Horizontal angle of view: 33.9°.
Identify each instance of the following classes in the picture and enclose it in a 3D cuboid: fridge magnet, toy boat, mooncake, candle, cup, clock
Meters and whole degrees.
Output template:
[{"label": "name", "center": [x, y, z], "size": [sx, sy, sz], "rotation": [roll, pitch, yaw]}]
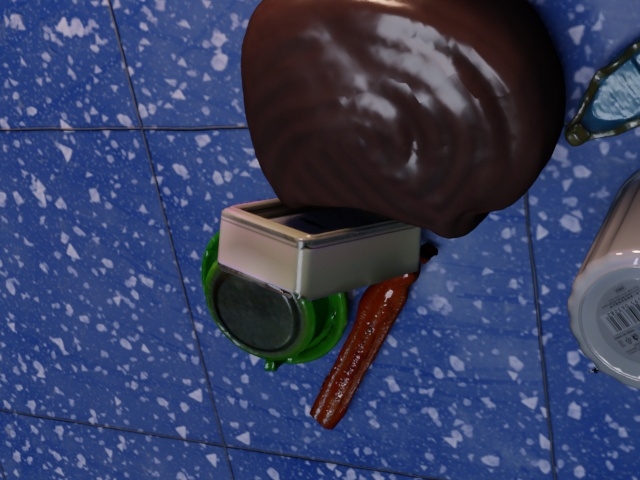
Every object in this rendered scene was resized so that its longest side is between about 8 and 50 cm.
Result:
[{"label": "fridge magnet", "center": [-0.063, 0.068, 1.321], "size": [0.208, 0.088, 0.208], "rotation": [14, 122, 23]}, {"label": "toy boat", "center": [0.312, -0.151, 0.996], "size": [0.185, 0.077, 0.075], "rotation": [-31, 100, 38]}, {"label": "mooncake", "center": [0.067, -0.139, 1.083], "size": [0.326, 0.174, 0.334], "rotation": [40, 127, 1]}, {"label": "candle", "center": [0.055, 0.122, 1.314], "size": [0.051, 0.048, 0.329], "rotation": [51, 134, 30]}, {"label": "cup", "center": [0.351, 0.054, 1.011], "size": [0.167, 0.202, 0.221], "rotation": [-32, 97, 39]}, {"label": "clock", "center": [0.000, 0.000, 1.160], "size": [0.147, 0.192, 0.071], "rotation": [20, 113, 43]}]
